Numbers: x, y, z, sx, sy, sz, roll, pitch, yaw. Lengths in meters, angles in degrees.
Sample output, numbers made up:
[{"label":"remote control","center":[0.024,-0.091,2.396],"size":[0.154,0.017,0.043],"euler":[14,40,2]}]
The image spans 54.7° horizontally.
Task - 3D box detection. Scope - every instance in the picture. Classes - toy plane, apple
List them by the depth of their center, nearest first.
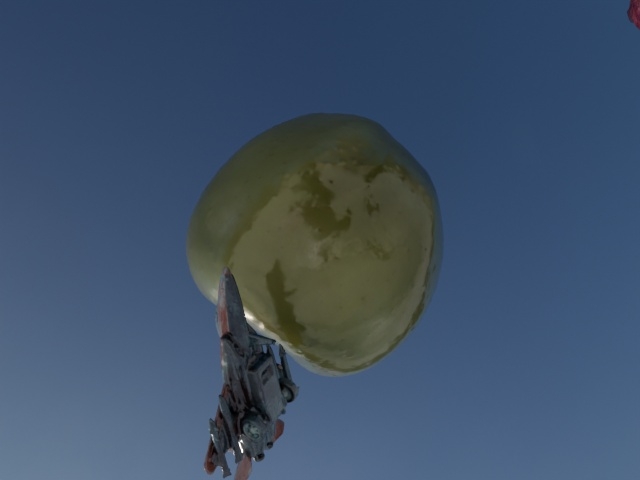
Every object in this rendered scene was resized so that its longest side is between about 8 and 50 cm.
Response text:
[{"label":"toy plane","center":[-0.098,0.185,0.855],"size":[0.223,0.104,0.326],"euler":[-43,-39,-53]},{"label":"apple","center":[0.000,0.000,1.113],"size":[0.474,0.473,0.473],"euler":[-15,-56,-24]}]

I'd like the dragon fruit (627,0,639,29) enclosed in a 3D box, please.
[{"label":"dragon fruit","center":[0.314,-0.200,0.412],"size":[0.161,0.274,0.126],"euler":[5,-75,12]}]
